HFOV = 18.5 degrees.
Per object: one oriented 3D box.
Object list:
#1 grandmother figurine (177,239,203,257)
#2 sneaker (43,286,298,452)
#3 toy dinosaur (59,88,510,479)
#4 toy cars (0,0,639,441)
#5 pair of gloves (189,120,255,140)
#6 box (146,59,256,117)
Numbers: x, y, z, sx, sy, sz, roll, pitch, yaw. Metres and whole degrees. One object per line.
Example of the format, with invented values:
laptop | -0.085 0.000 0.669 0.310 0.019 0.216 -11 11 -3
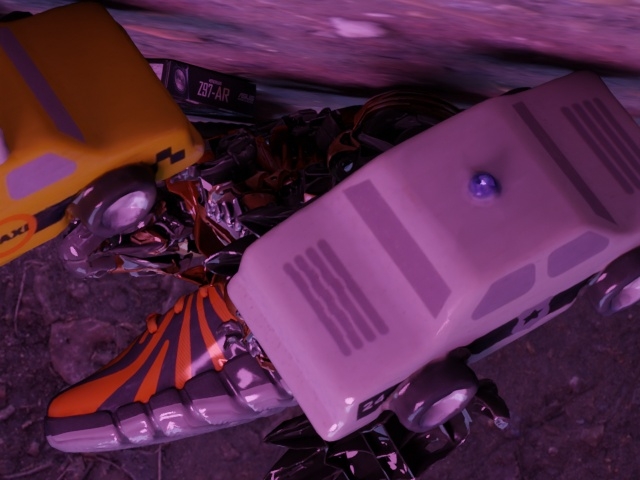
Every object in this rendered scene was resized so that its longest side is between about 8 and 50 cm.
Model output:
grandmother figurine | 0.000 0.000 1.722 0.208 0.104 0.342 0 -176 -27
sneaker | -0.058 0.032 1.357 0.321 0.180 0.124 -19 173 12
toy dinosaur | 0.026 -0.013 0.938 0.322 0.164 0.218 -24 -152 24
toy cars | -0.041 -0.023 0.771 0.393 0.176 0.087 8 152 3
pair of gloves | -0.135 -0.046 1.160 0.240 0.042 0.204 2 -171 -4
box | -0.086 -0.081 1.036 0.083 0.018 0.067 6 177 42
